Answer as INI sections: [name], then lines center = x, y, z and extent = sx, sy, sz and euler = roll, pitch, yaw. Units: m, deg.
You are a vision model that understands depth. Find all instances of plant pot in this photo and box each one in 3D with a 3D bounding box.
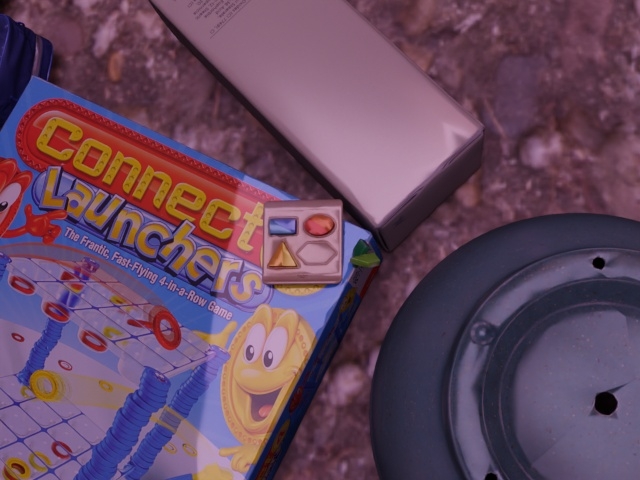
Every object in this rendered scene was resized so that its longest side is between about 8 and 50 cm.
[plant pot]
center = 0.167, 0.107, 0.547
extent = 0.292, 0.196, 0.293
euler = -2, 76, 9

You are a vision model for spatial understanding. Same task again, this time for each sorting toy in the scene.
[sorting toy]
center = 0.000, 0.000, 0.602
extent = 0.083, 0.012, 0.062
euler = -1, 77, 8

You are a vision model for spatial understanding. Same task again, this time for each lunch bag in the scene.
[lunch bag]
center = -0.273, -0.144, 0.742
extent = 0.067, 0.065, 0.099
euler = 5, 78, 26

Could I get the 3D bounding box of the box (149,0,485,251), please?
[box]
center = -0.005, -0.128, 0.681
extent = 0.113, 0.094, 0.275
euler = -42, 75, -2

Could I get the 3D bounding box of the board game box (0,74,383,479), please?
[board game box]
center = -0.156, 0.073, 0.661
extent = 0.308, 0.086, 0.302
euler = 25, 82, 13
